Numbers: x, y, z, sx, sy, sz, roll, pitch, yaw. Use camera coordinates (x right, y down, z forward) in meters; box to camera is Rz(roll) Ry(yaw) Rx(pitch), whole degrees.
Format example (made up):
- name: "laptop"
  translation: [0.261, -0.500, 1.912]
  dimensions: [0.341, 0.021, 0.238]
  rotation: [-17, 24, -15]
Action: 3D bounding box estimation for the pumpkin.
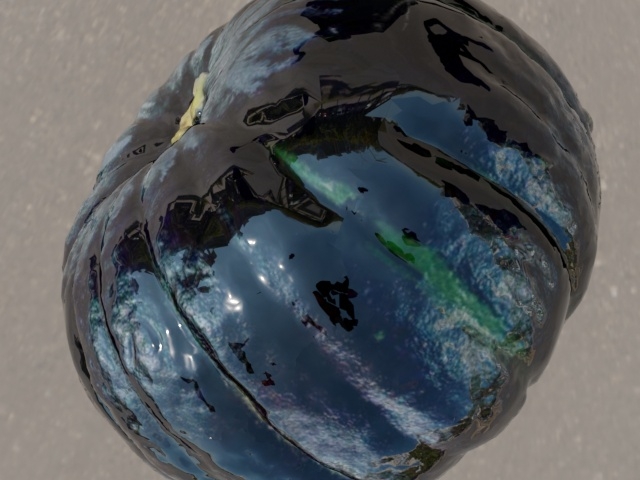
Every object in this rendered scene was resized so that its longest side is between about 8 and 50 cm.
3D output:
- name: "pumpkin"
  translation: [0.000, 0.000, 0.933]
  dimensions: [0.363, 0.363, 0.266]
  rotation: [-39, 114, 24]
